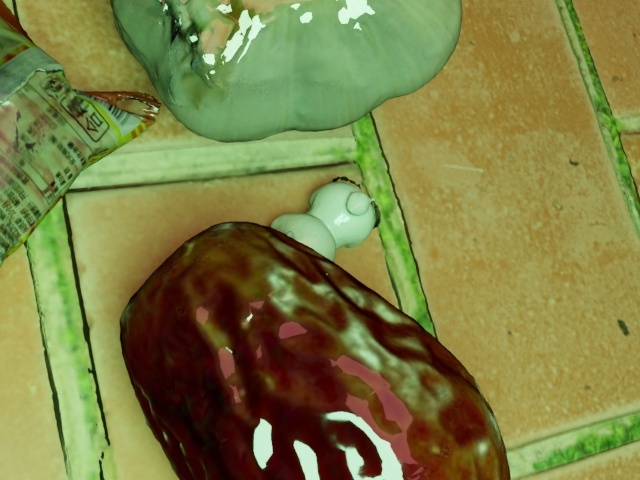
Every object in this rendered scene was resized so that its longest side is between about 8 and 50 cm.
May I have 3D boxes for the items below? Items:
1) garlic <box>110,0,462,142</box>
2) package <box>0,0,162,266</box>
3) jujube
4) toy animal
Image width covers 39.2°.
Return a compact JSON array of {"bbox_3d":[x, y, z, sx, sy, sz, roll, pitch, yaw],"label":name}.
[{"bbox_3d":[-0.032,-0.237,0.768,0.321,0.241,0.322,-7,108,-22],"label":"garlic"},{"bbox_3d":[-0.287,-0.079,0.681,0.223,0.108,0.288,38,62,-6],"label":"package"},{"bbox_3d":[-0.005,0.134,0.679,0.318,0.223,0.223,47,59,5],"label":"jujube"},{"bbox_3d":[-0.003,0.000,0.812,0.124,0.085,0.071,-38,108,-26],"label":"toy animal"}]
